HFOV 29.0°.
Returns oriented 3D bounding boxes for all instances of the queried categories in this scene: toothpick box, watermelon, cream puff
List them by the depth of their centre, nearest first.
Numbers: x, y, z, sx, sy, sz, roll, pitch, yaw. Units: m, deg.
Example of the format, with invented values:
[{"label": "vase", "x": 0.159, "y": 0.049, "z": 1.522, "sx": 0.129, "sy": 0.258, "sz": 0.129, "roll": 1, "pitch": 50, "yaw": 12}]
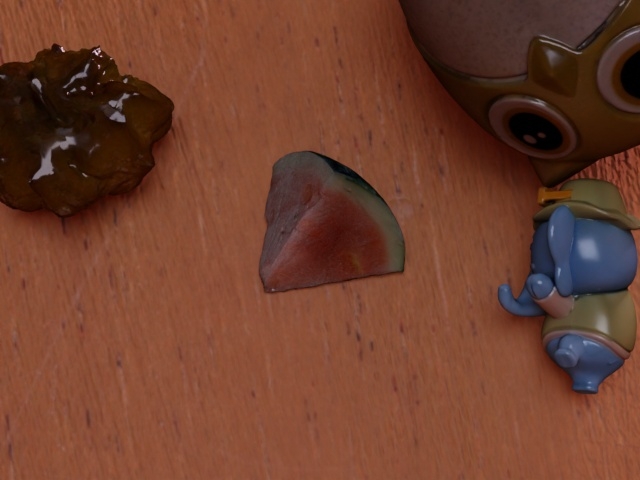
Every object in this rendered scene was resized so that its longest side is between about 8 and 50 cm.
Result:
[{"label": "toothpick box", "x": 0.312, "y": -0.306, "z": 1.521, "sx": 0.409, "sy": 0.409, "sz": 0.425, "roll": -35, "pitch": 100, "yaw": -10}, {"label": "cream puff", "x": -0.320, "y": -0.144, "z": 1.604, "sx": 0.269, "sy": 0.155, "sz": 0.241, "roll": -18, "pitch": 70, "yaw": 1}, {"label": "watermelon", "x": 0.013, "y": -0.017, "z": 1.627, "sx": 0.202, "sy": 0.136, "sz": 0.207, "roll": -36, "pitch": 108, "yaw": 26}]

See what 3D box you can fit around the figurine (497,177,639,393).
[{"label": "figurine", "x": 0.323, "y": 0.049, "z": 1.552, "sx": 0.180, "sy": 0.154, "sz": 0.262, "roll": 20, "pitch": 72, "yaw": -22}]
